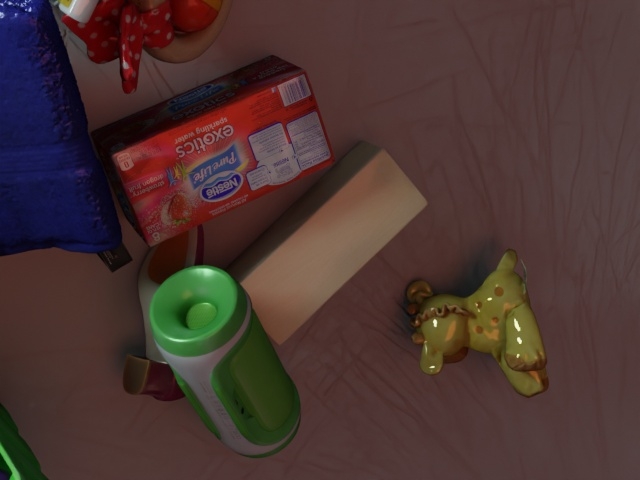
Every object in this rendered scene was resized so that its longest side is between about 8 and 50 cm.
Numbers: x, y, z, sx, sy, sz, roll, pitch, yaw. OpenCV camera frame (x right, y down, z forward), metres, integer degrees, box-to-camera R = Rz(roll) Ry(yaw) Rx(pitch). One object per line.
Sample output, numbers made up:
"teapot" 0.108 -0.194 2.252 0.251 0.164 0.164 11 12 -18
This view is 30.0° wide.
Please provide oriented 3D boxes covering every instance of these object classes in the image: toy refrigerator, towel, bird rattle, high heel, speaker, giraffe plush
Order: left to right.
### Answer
"towel" -0.355 -0.120 1.317 0.228 0.076 0.308 -3 125 12
"bird rattle" -0.162 -0.279 1.359 0.207 0.143 0.253 21 83 -62
"high heel" -0.176 0.089 1.541 0.117 0.082 0.244 14 87 -59
"speaker" -0.113 0.159 1.493 0.131 0.131 0.296 -34 142 -10
"toy refrigerator" 0.000 0.000 1.563 0.269 0.094 0.102 -44 111 -5
"giraffe plush" 0.212 0.123 1.667 0.170 0.181 0.210 -13 125 4

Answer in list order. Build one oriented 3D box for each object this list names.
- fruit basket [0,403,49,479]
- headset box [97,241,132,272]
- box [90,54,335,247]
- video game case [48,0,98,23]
"fruit basket" -0.485 0.259 1.285 0.283 0.392 0.392 -48 118 -2
"headset box" -0.263 -0.002 1.452 0.032 0.083 0.062 -32 118 -11
"box" -0.130 -0.113 1.449 0.257 0.122 0.128 -26 115 -13
"video game case" -0.234 -0.340 1.269 0.026 0.227 0.206 25 96 -29
